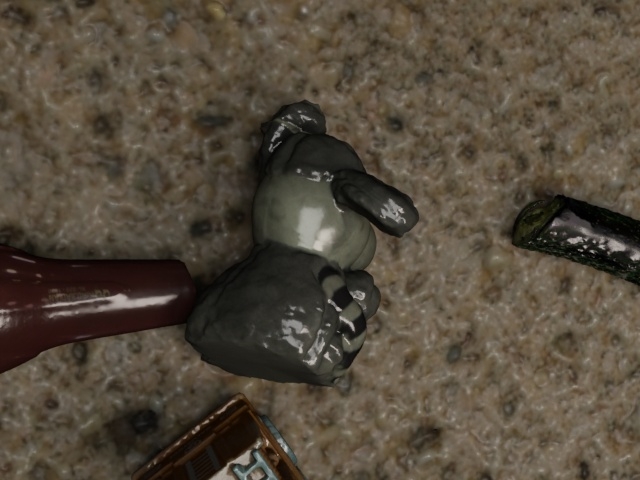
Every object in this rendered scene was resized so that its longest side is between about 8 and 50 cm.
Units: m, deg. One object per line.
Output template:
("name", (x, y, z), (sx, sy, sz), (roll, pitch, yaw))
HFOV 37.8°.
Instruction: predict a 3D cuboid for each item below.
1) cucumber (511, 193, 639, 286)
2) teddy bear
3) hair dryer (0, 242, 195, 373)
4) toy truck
("cucumber", (0.310, 0.014, 0.921), (0.245, 0.067, 0.067), (18, 87, -15))
("teddy bear", (0.003, 0.014, 0.803), (0.144, 0.171, 0.251), (36, 77, -44))
("hair dryer", (-0.284, -0.056, 0.779), (0.312, 0.123, 0.340), (-9, 82, -23))
("toy truck", (-0.020, 0.295, 0.795), (0.136, 0.162, 0.305), (-36, 98, -10))
